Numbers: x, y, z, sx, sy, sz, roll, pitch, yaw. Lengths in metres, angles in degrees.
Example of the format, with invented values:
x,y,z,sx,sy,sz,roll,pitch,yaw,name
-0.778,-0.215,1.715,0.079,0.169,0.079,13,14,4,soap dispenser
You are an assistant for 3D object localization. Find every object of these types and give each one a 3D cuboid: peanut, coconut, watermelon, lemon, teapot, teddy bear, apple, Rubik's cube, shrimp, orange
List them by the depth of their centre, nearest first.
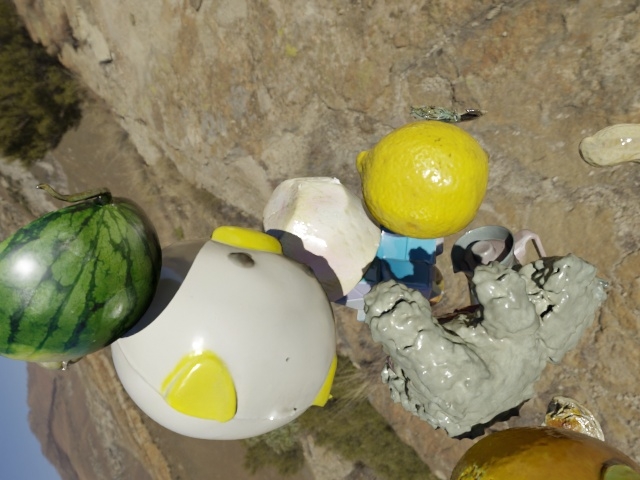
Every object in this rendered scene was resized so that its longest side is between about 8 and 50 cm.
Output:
x,y,z,sx,sy,sz,roll,pitch,yaw,name
-0.259,0.054,0.492,0.232,0.204,0.127,-43,80,14,watermelon
0.304,0.362,0.512,0.334,0.263,0.196,-99,10,-47,orange
0.272,0.141,0.713,0.224,0.368,0.357,49,169,38,teddy bear
0.193,-0.117,0.877,0.254,0.228,0.228,4,116,23,lemon
0.800,-0.241,1.136,0.257,0.123,0.123,-8,104,25,peanut
0.000,0.000,1.226,0.353,0.353,0.352,34,135,42,coconut
0.599,0.126,1.459,0.344,0.300,0.253,54,-178,-32,teapot
0.440,-0.432,1.521,0.169,0.296,0.058,0,94,55,shrimp
0.241,0.085,1.536,0.368,0.387,0.358,85,-167,-61,Rubik's cube
0.386,0.173,1.767,0.174,0.188,0.188,11,118,41,apple

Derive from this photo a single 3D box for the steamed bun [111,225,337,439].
x,y,z,sx,sy,sz,roll,pitch,yaw,name
-0.142,0.151,0.735,0.334,0.374,0.333,-8,78,40,steamed bun

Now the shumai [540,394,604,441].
x,y,z,sx,sy,sz,roll,pitch,yaw,name
0.624,0.474,1.148,0.145,0.116,0.145,39,136,51,shumai

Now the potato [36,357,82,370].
x,y,z,sx,sy,sz,roll,pitch,yaw,name
-0.601,0.182,1.032,0.159,0.174,0.251,-33,64,20,potato
